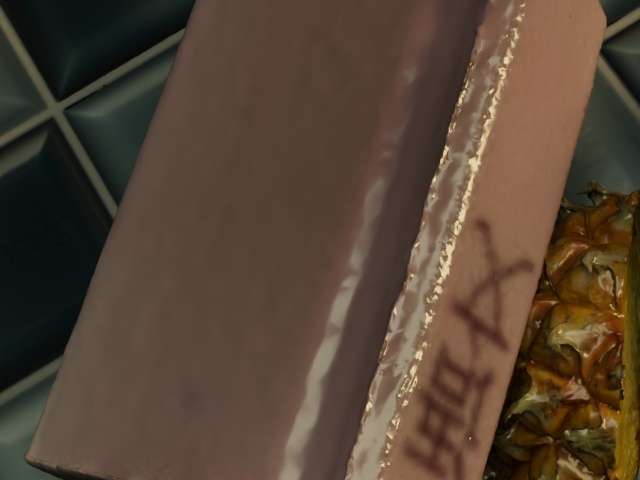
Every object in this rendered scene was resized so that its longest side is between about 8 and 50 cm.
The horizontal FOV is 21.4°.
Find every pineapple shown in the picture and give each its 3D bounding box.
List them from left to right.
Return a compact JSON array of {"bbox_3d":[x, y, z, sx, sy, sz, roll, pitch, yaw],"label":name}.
[{"bbox_3d":[0.120,0.067,1.017,0.164,0.140,0.249,12,76,14],"label":"pineapple"}]

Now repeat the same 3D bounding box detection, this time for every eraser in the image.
[{"bbox_3d":[0.000,0.000,1.014,0.272,0.122,0.359,2,67,42],"label":"eraser"}]
